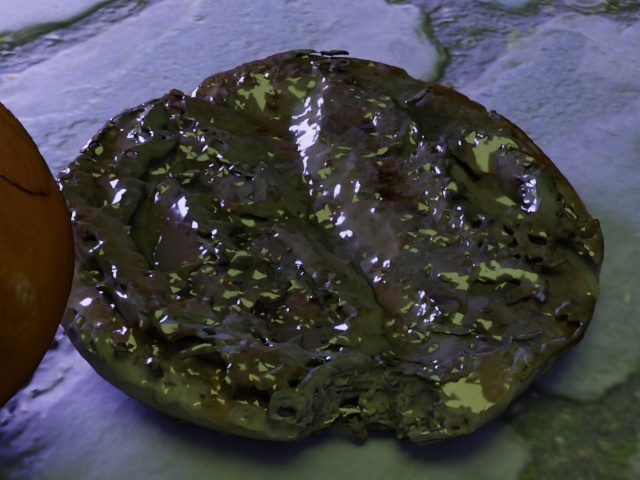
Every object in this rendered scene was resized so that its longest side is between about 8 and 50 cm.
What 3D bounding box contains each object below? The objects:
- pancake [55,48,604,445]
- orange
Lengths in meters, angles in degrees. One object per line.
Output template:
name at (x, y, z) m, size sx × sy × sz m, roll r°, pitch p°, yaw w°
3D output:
pancake at (0.000, -0.001, 0.978) m, size 0.382 × 0.071 × 0.382 m, roll 3°, pitch 39°, yaw -2°
orange at (-0.254, 0.011, 0.822) m, size 0.240 × 0.240 × 0.240 m, roll 2°, pitch 38°, yaw -2°
